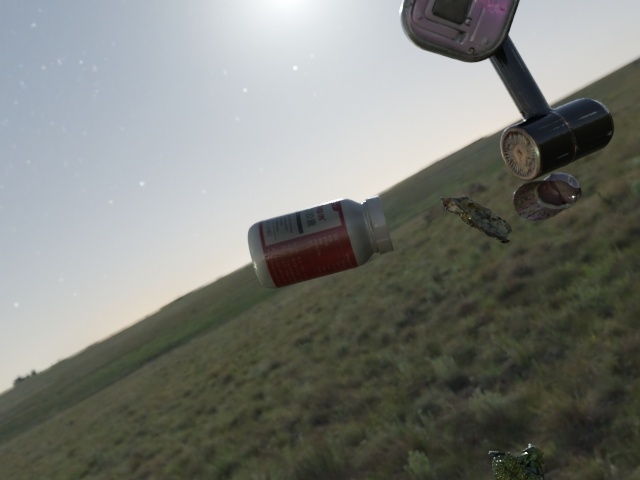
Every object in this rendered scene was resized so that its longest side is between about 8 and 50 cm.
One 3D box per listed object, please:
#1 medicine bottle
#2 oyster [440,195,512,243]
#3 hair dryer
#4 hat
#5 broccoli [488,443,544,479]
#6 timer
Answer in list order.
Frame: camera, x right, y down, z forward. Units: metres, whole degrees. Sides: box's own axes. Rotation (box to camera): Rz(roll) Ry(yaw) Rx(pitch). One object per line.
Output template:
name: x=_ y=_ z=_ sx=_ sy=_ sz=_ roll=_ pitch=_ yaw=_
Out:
medicine bottle: x=0.000 y=0.000 z=1.355 sx=0.250 sy=0.131 sz=0.131 roll=-16 pitch=2 yaw=5
oyster: x=0.277 y=-0.039 z=1.300 sx=0.086 sy=0.132 sz=0.029 roll=-8 pitch=-43 yaw=-44
hair dryer: x=0.374 y=-0.295 z=1.339 sx=0.189 sy=0.352 sz=0.107 roll=-22 pitch=-9 yaw=-20
hat: x=0.297 y=-0.063 z=0.974 sx=0.087 sy=0.058 sz=0.042 roll=-17 pitch=22 yaw=17
broccoli: x=0.423 y=0.488 z=1.552 sx=0.120 sy=0.130 sz=0.131 roll=-52 pitch=39 yaw=-11
timer: x=0.242 y=-0.416 z=1.257 sx=0.191 sy=0.208 sz=0.069 roll=16 pitch=11 yaw=-3
